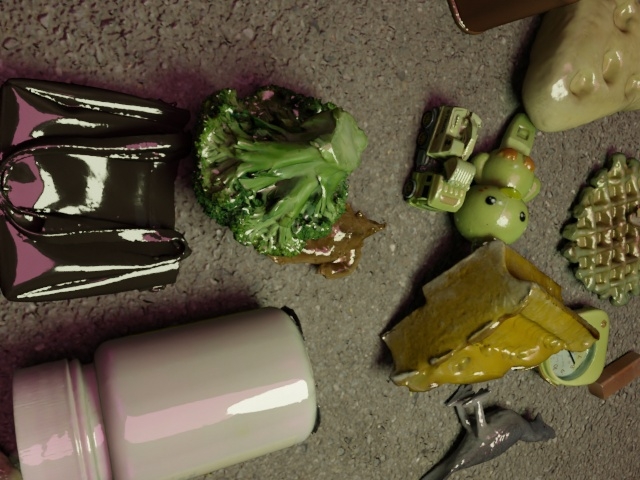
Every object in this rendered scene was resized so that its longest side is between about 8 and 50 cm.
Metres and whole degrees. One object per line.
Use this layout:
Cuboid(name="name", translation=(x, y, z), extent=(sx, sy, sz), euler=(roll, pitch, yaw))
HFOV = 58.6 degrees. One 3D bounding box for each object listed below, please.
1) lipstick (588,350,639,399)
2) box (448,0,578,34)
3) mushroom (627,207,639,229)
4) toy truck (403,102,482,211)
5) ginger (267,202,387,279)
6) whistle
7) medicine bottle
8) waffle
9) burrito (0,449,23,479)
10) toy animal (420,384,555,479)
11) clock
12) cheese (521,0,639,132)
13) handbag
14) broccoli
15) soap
Cuboid(name="lipstick", translation=(0.696, 0.315, 1.336), extent=(0.145, 0.045, 0.045), euler=(-24, 110, -18))
Cuboid(name="box", translation=(0.331, -0.543, 0.908), extent=(0.239, 0.229, 0.339), euler=(-35, 113, -18))
Cuboid(name="mushroom", translation=(0.695, -0.045, 1.221), extent=(0.101, 0.019, 0.049), euler=(0, 97, -26))
Cuboid(name="toy truck", translation=(0.225, -0.142, 0.993), extent=(0.085, 0.116, 0.191), euler=(14, 93, -25))
Cuboid(name="ginger", translation=(-0.003, -0.010, 0.946), extent=(0.214, 0.059, 0.132), euler=(19, 98, -24))
Cuboid(name="whistle", translation=(0.339, -0.108, 1.043), extent=(0.141, 0.141, 0.294), euler=(26, 87, -27))
Cuboid(name="medicine bottle", translation=(-0.207, 0.228, 0.804), extent=(0.379, 0.214, 0.213), euler=(-9, 103, -24))
Cuboid(name="waffle", translation=(0.656, -0.019, 1.249), extent=(0.292, 0.056, 0.309), euler=(34, 82, -26))
Cuboid(name="burrito", translation=(-0.429, 0.399, 0.815), extent=(0.087, 0.060, 0.225), euler=(-38, 112, -20))
Cuboid(name="toy animal", translation=(0.323, 0.391, 1.155), extent=(0.367, 0.081, 0.205), euler=(-19, 105, -17))
Cuboid(name="clock", translation=(0.510, 0.225, 1.220), extent=(0.232, 0.069, 0.169), euler=(1, 100, -24))
Cuboid(name="cheese", translation=(0.539, -0.310, 1.097), extent=(0.351, 0.130, 0.328), euler=(38, 77, -24))
Cuboid(name="handbag", translation=(-0.300, -0.062, 0.771), extent=(0.257, 0.114, 0.285), euler=(0, 99, -32))
Cuboid(name="broccoli", translation=(-0.055, -0.112, 0.813), extent=(0.269, 0.242, 0.261), euler=(34, 61, -46))
Cuboid(name="soap", translation=(0.325, 0.185, 1.089), extent=(0.304, 0.169, 0.339), euler=(-40, 136, 22))
